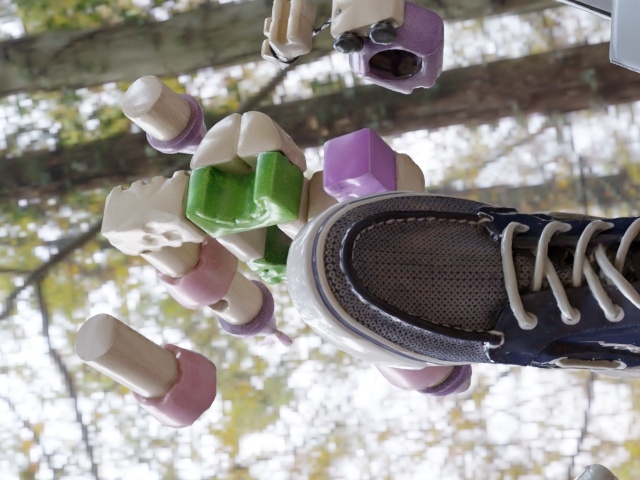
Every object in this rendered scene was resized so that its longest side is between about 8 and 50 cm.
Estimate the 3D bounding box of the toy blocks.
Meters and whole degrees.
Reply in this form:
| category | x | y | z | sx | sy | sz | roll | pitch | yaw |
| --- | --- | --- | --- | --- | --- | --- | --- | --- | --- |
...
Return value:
| category | x | y | z | sx | sy | sz | roll | pitch | yaw |
| --- | --- | --- | --- | --- | --- | --- | --- | --- | --- |
| toy blocks | 0.000 | 0.000 | 1.240 | 0.260 | 0.289 | 0.308 | 39 | -133 | -48 |

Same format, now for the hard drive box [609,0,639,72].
| category | x | y | z | sx | sy | sz | roll | pitch | yaw |
| --- | --- | --- | --- | --- | --- | --- | --- | --- | --- |
| hard drive box | 0.282 | -0.231 | 0.961 | 0.181 | 0.089 | 0.232 | -20 | -58 | -28 |

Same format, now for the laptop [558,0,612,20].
| category | x | y | z | sx | sy | sz | roll | pitch | yaw |
| --- | --- | --- | --- | --- | --- | --- | --- | --- | --- |
| laptop | 0.192 | -0.480 | 1.402 | 0.407 | 0.382 | 0.236 | -62 | -23 | -8 |

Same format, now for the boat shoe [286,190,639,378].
| category | x | y | z | sx | sy | sz | roll | pitch | yaw |
| --- | --- | --- | --- | --- | --- | --- | --- | --- | --- |
| boat shoe | 0.157 | 0.018 | 0.997 | 0.341 | 0.158 | 0.127 | 6 | -109 | -32 |

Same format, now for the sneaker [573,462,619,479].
| category | x | y | z | sx | sy | sz | roll | pitch | yaw |
| --- | --- | --- | --- | --- | --- | --- | --- | --- | --- |
| sneaker | 0.160 | 0.256 | 1.304 | 0.252 | 0.103 | 0.111 | -30 | -110 | -34 |
